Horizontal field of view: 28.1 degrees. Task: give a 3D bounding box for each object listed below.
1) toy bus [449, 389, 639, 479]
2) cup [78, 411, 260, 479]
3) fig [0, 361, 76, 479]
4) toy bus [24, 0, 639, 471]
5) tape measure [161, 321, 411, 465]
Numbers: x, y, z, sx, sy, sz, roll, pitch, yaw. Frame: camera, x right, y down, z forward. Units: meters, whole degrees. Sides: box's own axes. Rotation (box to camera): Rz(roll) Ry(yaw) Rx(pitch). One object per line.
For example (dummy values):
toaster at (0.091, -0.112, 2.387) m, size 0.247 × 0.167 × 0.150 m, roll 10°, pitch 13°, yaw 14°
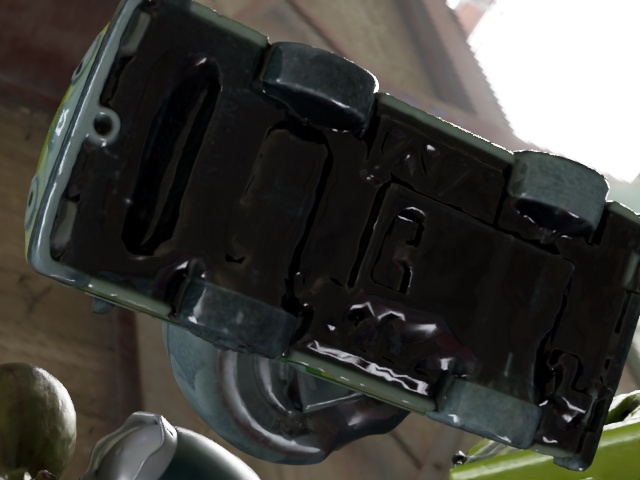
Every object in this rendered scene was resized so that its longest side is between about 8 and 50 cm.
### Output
toy bus at (0.223, 0.172, 0.887) m, size 0.150 × 0.262 × 0.128 m, roll -19°, pitch -92°, yaw -58°
cup at (-0.154, 0.271, 1.321) m, size 0.173 × 0.300 × 0.167 m, roll 51°, pitch -118°, yaw -27°
fig at (-0.293, 0.225, 1.264) m, size 0.151 × 0.151 × 0.259 m, roll 14°, pitch -167°, yaw -32°
toy bus at (0.000, 0.000, 0.593) m, size 0.276 × 0.133 × 0.165 m, roll 23°, pitch 172°, yaw -22°
tape measure at (-0.013, 0.068, 1.158) m, size 0.256 × 0.275 × 0.147 m, roll -16°, pitch -155°, yaw -15°
